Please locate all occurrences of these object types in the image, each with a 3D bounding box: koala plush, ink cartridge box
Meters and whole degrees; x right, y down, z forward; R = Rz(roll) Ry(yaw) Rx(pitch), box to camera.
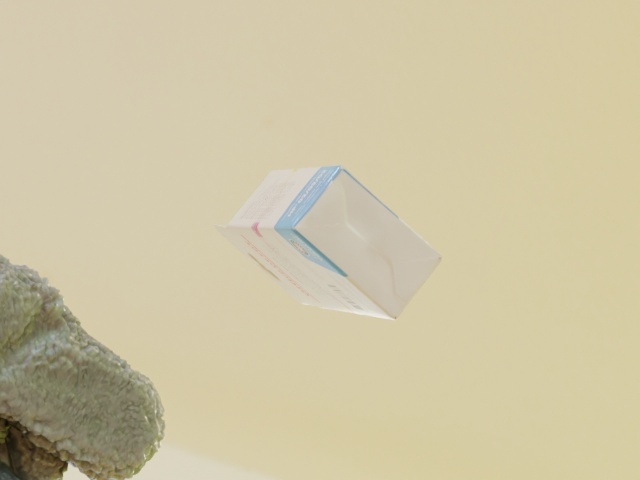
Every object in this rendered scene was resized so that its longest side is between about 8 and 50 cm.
[{"bbox_3d":[-0.244,0.089,0.834,0.221,0.196,0.203,4,-45,47],"label":"koala plush"},{"bbox_3d":[0.000,0.000,1.107,0.104,0.061,0.181,42,-14,-18],"label":"ink cartridge box"}]
